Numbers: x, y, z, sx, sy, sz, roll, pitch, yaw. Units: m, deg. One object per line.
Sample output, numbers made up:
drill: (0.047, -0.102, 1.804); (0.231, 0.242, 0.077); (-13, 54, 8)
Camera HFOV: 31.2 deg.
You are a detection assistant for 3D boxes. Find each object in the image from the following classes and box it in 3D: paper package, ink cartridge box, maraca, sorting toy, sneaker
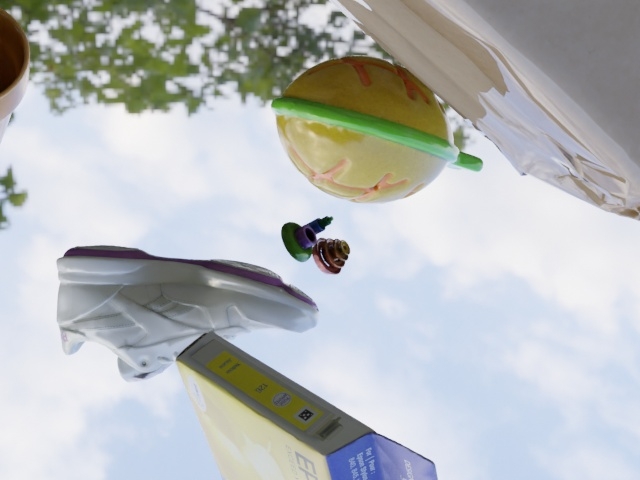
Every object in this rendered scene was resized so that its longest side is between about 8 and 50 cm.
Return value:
paper package: (0.144, -0.235, 0.634); (0.309, 0.325, 0.168); (38, 178, -21)
ink cartridge box: (0.001, 0.273, 1.197); (0.072, 0.304, 0.307); (-37, -136, -27)
maraca: (0.041, -0.073, 0.805); (0.127, 0.099, 0.185); (20, -176, 31)
sorting toy: (0.000, 0.000, 1.349); (0.102, 0.042, 0.061); (30, -139, -44)
sneaker: (-0.154, 0.091, 1.306); (0.305, 0.152, 0.114); (7, -179, 7)

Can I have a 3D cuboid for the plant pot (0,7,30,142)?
plant pot: (-0.509, -0.203, 1.593); (0.205, 0.188, 0.205); (6, -124, -10)
